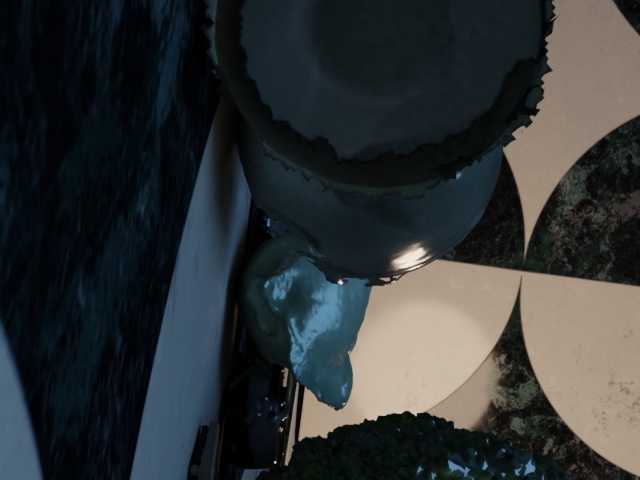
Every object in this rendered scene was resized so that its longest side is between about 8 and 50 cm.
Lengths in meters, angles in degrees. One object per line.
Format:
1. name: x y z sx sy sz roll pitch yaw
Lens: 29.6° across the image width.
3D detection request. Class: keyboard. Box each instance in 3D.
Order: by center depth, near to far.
1. keyboard: -0.086 0.208 0.874 0.055 0.017 0.166 -88 -177 -55

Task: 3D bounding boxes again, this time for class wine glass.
1. wine glass: 0.034 -0.081 0.756 0.357 0.190 0.191 94 4 -80

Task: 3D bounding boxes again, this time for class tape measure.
1. tape measure: -0.053 0.145 1.012 0.094 0.054 0.091 -84 174 -53

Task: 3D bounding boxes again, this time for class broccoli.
1. broccoli: 0.087 0.266 0.913 0.302 0.249 0.375 62 20 15

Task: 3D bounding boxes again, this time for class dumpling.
1. dumpling: -0.014 0.057 1.012 0.217 0.104 0.149 -66 167 -68

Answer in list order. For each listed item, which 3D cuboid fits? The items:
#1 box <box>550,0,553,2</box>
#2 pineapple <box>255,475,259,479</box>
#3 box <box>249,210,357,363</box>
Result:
1. box: 0.074 -0.198 1.021 0.345 0.134 0.097 173 -77 -75
2. pineapple: -0.026 0.353 1.193 0.140 0.164 0.250 162 -68 -84
3. box: 0.000 0.000 1.274 0.337 0.106 0.264 -78 175 -59
